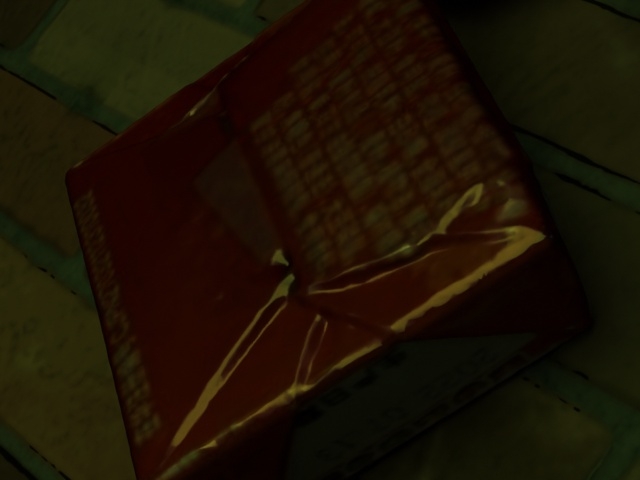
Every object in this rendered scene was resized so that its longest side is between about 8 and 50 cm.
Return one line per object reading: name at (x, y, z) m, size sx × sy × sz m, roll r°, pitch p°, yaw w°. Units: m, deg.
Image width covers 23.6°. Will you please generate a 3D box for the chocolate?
chocolate at (0.000, 0.000, 0.790) m, size 0.234 × 0.108 × 0.237 m, roll -34°, pitch 47°, yaw 12°
